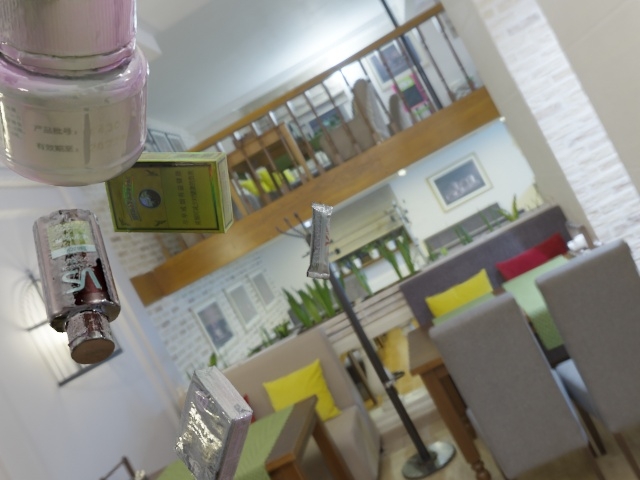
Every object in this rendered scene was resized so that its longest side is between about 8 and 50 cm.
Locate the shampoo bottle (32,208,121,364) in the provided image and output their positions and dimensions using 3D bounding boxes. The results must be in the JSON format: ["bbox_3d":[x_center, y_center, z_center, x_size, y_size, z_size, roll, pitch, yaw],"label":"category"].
[{"bbox_3d":[-0.448,0.076,1.113,0.129,0.323,0.084,-9,-42,-23],"label":"shampoo bottle"}]

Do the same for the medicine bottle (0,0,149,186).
[{"bbox_3d":[-0.381,-0.260,0.902,0.241,0.241,0.302,-29,-31,-39],"label":"medicine bottle"}]

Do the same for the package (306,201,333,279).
[{"bbox_3d":[0.000,0.000,0.861,0.037,0.110,0.015,9,-11,-26],"label":"package"}]

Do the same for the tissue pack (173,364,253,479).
[{"bbox_3d":[-0.157,0.279,0.880,0.051,0.112,0.156,-7,-56,-42],"label":"tissue pack"}]

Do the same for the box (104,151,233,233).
[{"bbox_3d":[-0.278,-0.087,1.105,0.220,0.141,0.064,2,24,11],"label":"box"}]
